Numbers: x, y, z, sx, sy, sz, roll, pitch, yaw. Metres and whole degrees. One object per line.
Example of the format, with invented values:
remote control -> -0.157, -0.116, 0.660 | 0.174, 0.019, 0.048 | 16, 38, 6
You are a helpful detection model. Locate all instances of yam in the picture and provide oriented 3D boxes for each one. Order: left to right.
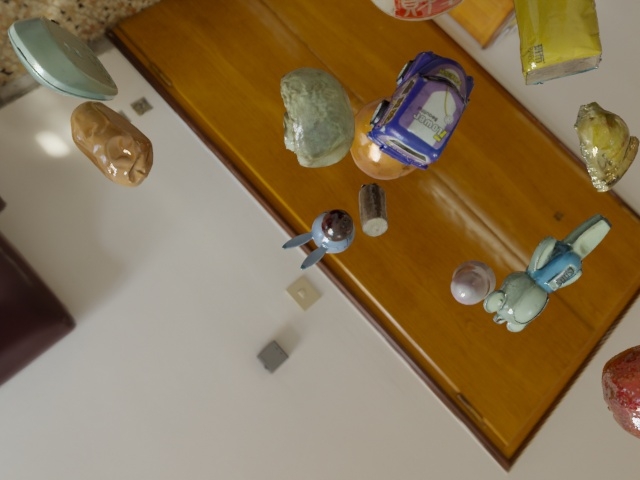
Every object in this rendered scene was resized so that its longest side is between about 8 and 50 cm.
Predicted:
yam -> 0.144, -0.084, 1.274 | 0.084, 0.084, 0.127 | -50, -147, 43

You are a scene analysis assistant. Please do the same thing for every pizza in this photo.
pizza -> 0.695, -0.226, 1.130 | 0.204, 0.188, 0.081 | -58, -164, -24

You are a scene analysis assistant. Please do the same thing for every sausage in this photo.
sausage -> -0.490, -0.228, 1.099 | 0.136, 0.241, 0.120 | -53, 160, 17

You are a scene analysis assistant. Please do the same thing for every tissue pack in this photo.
tissue pack -> 0.625, -0.581, 1.251 | 0.192, 0.270, 0.134 | -8, 176, 25

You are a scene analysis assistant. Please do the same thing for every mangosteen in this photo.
mangosteen -> 0.037, -0.035, 1.131 | 0.081, 0.081, 0.081 | -42, 173, -7

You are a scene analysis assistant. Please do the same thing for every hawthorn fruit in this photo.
hawthorn fruit -> 0.718, 0.303, 0.957 | 0.253, 0.205, 0.205 | -39, 177, 43

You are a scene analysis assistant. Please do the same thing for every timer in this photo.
timer -> 0.012, 0.002, 1.697 | 0.255, 0.175, 0.175 | -45, 173, -2

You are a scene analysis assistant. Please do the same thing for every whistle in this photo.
whistle -> 0.369, 0.049, 0.767 | 0.235, 0.114, 0.077 | -48, -154, 10

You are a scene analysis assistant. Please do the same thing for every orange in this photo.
orange -> 0.256, -0.382, 1.767 | 0.312, 0.312, 0.312 | -42, 173, -7

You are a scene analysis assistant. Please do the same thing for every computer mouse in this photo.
computer mouse -> -0.536, -0.363, 0.985 | 0.097, 0.159, 0.288 | -35, -171, 1

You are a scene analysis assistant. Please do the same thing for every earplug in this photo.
earplug -> 0.577, 0.178, 1.812 | 0.172, 0.172, 0.301 | -45, 167, 20

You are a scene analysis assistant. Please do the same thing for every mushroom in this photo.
mushroom -> 0.001, -0.289, 1.191 | 0.190, 0.164, 0.267 | -6, 129, -5

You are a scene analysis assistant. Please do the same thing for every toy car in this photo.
toy car -> 0.223, -0.274, 0.980 | 0.235, 0.172, 0.158 | -61, -172, 6

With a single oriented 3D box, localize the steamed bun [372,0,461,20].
steamed bun -> 0.289, -0.762, 1.261 | 0.375, 0.241, 0.374 | -14, 151, -8
